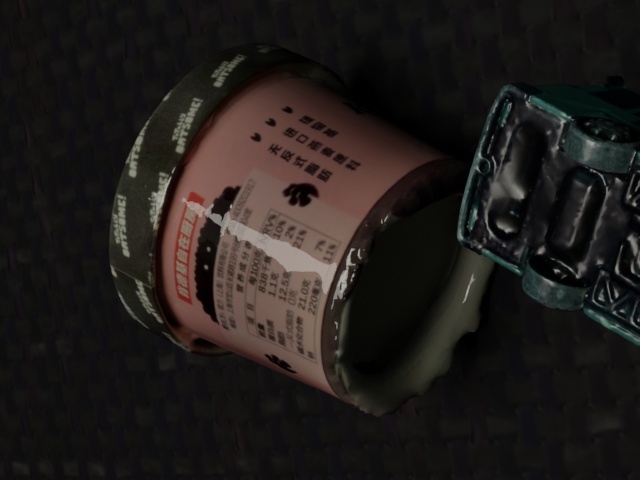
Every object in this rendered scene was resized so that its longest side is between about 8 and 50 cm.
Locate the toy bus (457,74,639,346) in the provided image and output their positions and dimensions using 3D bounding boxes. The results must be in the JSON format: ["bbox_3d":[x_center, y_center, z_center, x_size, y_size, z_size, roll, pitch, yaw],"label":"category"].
[{"bbox_3d":[0.140,-0.002,0.666,0.160,0.091,0.079,31,118,35],"label":"toy bus"}]

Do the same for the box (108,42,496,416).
[{"bbox_3d":[0.000,0.000,0.791,0.135,0.151,0.151,26,116,35],"label":"box"}]
